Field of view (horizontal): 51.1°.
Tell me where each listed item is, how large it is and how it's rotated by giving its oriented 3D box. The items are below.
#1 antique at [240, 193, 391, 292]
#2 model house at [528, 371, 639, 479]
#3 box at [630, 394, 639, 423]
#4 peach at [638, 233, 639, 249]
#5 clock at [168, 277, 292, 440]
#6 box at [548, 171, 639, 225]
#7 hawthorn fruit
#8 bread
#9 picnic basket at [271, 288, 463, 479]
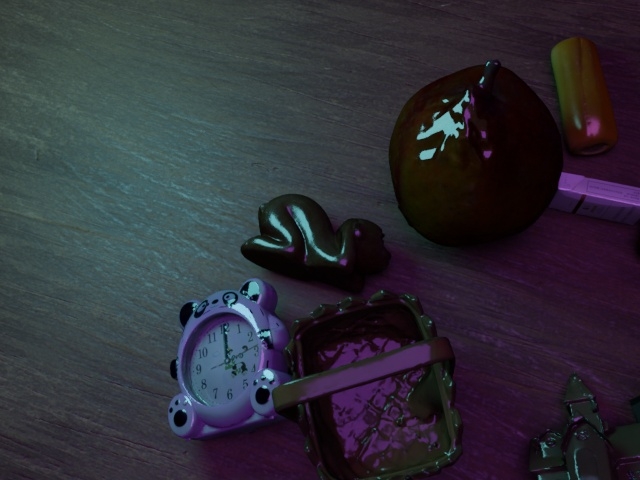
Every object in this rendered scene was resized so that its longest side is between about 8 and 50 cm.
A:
[{"bbox_3d":[0.000,0.000,1.204,0.256,0.121,0.144,15,65,19],"label":"antique"},{"bbox_3d":[0.409,0.301,1.029,0.180,0.176,0.248,-17,42,20],"label":"model house"},{"bbox_3d":[0.588,0.332,0.980,0.153,0.188,0.252,-15,68,5],"label":"box"},{"bbox_3d":[0.672,-0.044,1.110,0.267,0.154,0.159,-29,72,-4],"label":"peach"},{"bbox_3d":[-0.152,0.201,1.139,0.227,0.090,0.248,-20,61,21],"label":"clock"},{"bbox_3d":[0.489,-0.072,1.180,0.154,0.084,0.040,14,74,11],"label":"box"},{"bbox_3d":[0.258,-0.136,1.117,0.308,0.325,0.309,1,98,5],"label":"hawthorn fruit"},{"bbox_3d":[0.493,-0.279,1.257,0.092,0.074,0.240,-7,70,10],"label":"bread"},{"bbox_3d":[0.078,0.222,1.013,0.254,0.321,0.292,-16,68,5],"label":"picnic basket"}]
